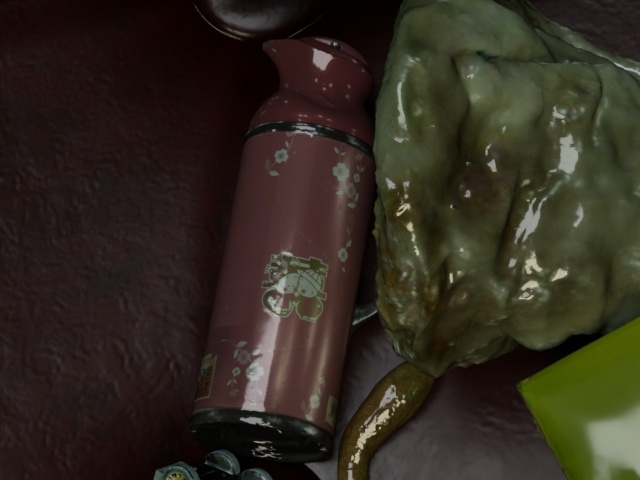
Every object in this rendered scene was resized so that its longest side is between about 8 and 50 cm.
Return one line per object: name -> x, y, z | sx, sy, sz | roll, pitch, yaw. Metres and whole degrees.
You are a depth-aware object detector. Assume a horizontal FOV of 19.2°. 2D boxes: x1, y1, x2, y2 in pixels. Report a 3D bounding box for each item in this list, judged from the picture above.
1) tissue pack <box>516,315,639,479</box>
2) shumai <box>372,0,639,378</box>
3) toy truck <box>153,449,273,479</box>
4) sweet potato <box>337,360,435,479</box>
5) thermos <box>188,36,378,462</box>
tissue pack -> 0.304, 0.130, 1.260 | 0.274, 0.167, 0.200 | -30, 63, 3
shumai -> 0.178, -0.052, 1.318 | 0.263, 0.304, 0.309 | 4, 71, 7
toy truck -> -0.053, 0.227, 1.381 | 0.169, 0.077, 0.100 | 25, 106, 21
sweet potato -> 0.044, 0.138, 1.411 | 0.041, 0.038, 0.153 | 20, 77, 47
thermos -> -0.005, -0.003, 1.441 | 0.136, 0.109, 0.330 | 3, 69, 19
